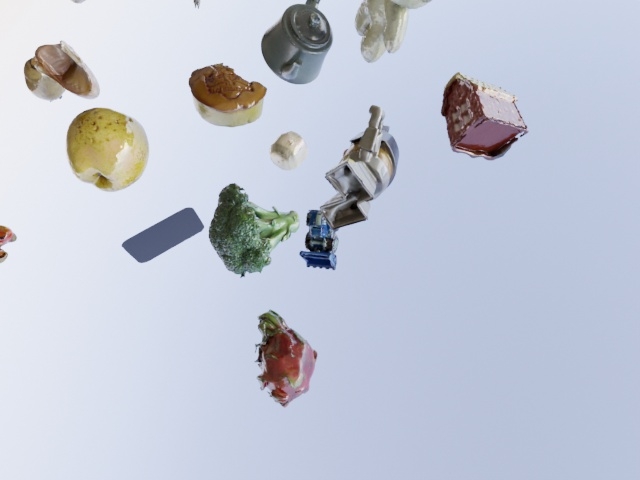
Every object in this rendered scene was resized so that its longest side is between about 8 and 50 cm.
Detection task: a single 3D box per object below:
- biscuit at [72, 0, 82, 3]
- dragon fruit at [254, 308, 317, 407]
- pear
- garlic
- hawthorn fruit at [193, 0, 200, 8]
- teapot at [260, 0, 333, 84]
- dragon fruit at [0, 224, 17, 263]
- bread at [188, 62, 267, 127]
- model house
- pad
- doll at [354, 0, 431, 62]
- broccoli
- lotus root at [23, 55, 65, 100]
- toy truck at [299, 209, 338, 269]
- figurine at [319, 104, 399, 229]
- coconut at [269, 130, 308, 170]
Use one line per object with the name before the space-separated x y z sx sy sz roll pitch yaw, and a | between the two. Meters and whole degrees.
biscuit | -0.250 -0.488 0.571 0.446 0.104 0.429 -41 -163 -13
dragon fruit | -0.131 0.362 1.303 0.269 0.198 0.200 43 -107 4
pear | -0.460 -0.192 0.920 0.178 0.178 0.178 -16 -123 25
garlic | -0.652 -0.440 1.100 0.099 0.174 0.124 -39 -167 -2
hawthorn fruit | -0.424 -0.868 1.275 0.275 0.308 0.276 -11 -138 10
teapot | -0.039 -0.484 0.990 0.149 0.162 0.239 -26 -133 62
dragon fruit | -0.659 0.008 0.755 0.133 0.207 0.150 47 -56 21
bread | -0.199 -0.294 0.871 0.156 0.086 0.125 33 -122 11
model house | 0.498 -0.405 1.320 0.160 0.195 0.254 137 -47 -56
pad | -0.549 -0.016 1.501 0.267 0.181 0.004 -30 -114 -12
doll | 0.149 -0.500 0.871 0.149 0.175 0.278 -43 -177 -21
broccoli | -0.194 -0.040 1.237 0.269 0.269 0.254 -60 -152 -9
lotus root | -0.994 -0.573 1.541 0.221 0.125 0.118 127 -36 -62
toy truck | 0.000 0.000 1.443 0.113 0.126 0.208 5 -83 15
figurine | 0.106 -0.169 1.025 0.143 0.308 0.309 36 -95 0
coconut | -0.135 -0.414 1.920 0.170 0.171 0.183 14 -123 38
